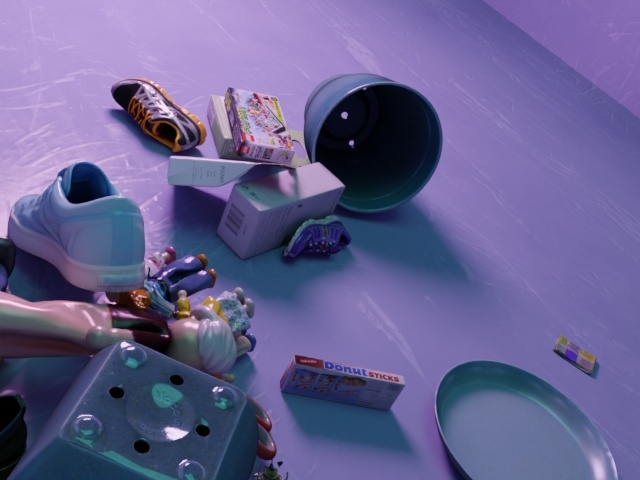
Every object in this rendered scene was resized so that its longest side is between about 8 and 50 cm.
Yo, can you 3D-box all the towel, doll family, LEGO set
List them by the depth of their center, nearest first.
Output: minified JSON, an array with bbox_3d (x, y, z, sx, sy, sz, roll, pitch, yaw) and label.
[{"bbox_3d":[-0.074,0.304,1.046,0.054,0.023,0.083,-3,30,-38],"label":"LEGO set"},{"bbox_3d":[-0.202,0.089,1.142,0.263,0.118,0.163,44,39,14],"label":"doll family"},{"bbox_3d":[0.490,0.218,1.525,0.083,0.009,0.060,34,36,13],"label":"towel"}]

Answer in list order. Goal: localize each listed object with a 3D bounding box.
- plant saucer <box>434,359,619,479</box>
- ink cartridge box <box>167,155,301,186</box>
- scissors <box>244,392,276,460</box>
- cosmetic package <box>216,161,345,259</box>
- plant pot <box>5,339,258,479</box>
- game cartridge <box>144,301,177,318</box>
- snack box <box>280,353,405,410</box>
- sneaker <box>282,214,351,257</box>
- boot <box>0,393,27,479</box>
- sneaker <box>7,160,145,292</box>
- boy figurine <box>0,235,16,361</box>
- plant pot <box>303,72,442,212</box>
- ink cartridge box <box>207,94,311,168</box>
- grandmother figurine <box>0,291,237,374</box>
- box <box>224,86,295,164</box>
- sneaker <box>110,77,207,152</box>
[{"bbox_3d":[0.316,0.320,1.249,0.317,0.044,0.318,17,35,-12],"label":"plant saucer"},{"bbox_3d":[-0.154,-0.119,1.421,0.224,0.056,0.181,6,5,-7],"label":"ink cartridge box"},{"bbox_3d":[-0.152,0.191,1.005,0.297,0.021,0.109,42,13,-36],"label":"scissors"},{"bbox_3d":[-0.069,-0.058,1.449,0.231,0.117,0.085,-20,55,-45],"label":"cosmetic package"},{"bbox_3d":[-0.194,0.254,0.827,0.248,0.252,0.247,24,33,-2],"label":"plant pot"},{"bbox_3d":[-0.264,0.086,1.220,0.083,0.017,0.056,35,39,14],"label":"game cartridge"},{"bbox_3d":[0.033,0.214,1.191,0.178,0.064,0.022,14,37,-17],"label":"snack box"},{"bbox_3d":[0.000,0.000,1.461,0.071,0.068,0.170,46,38,19],"label":"sneaker"},{"bbox_3d":[-0.412,0.234,0.843,0.082,0.106,0.219,41,36,22],"label":"boot"},{"bbox_3d":[-0.340,-0.044,1.131,0.135,0.150,0.366,0,14,-41],"label":"sneaker"},{"bbox_3d":[-0.469,0.103,1.002,0.177,0.092,0.285,16,32,-19],"label":"boy figurine"},{"bbox_3d":[0.081,-0.230,1.671,0.271,0.272,0.255,10,21,-21],"label":"plant pot"},{"bbox_3d":[-0.116,-0.228,1.706,0.235,0.056,0.171,6,38,-24],"label":"ink cartridge box"},{"bbox_3d":[-0.266,0.112,0.968,0.342,0.104,0.208,12,12,-24],"label":"grandmother figurine"},{"bbox_3d":[-0.127,-0.236,1.625,0.114,0.036,0.207,7,38,-23],"label":"box"},{"bbox_3d":[-0.330,-0.249,1.573,0.215,0.084,0.083,31,39,8],"label":"sneaker"}]
